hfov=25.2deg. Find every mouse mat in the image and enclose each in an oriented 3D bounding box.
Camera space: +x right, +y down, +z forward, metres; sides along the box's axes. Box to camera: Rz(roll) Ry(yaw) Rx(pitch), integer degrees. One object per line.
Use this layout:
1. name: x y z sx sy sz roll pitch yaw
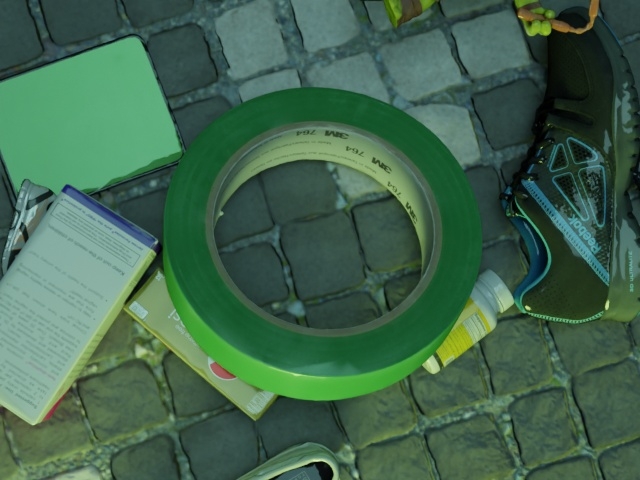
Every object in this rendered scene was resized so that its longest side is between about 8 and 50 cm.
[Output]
1. mouse mat: -0.255 -0.124 1.532 0.190 0.007 0.152 -20 86 -8

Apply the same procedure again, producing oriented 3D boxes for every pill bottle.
1. pill bottle: 0.145 0.083 1.515 0.116 0.065 0.065 -36 88 -8

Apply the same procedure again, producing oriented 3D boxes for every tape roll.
1. tape roll: 0.000 0.000 1.458 0.321 0.077 0.321 3 66 -6

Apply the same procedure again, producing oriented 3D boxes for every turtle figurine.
1. turtle figurine: 0.154 -0.315 1.448 0.217 0.087 0.269 -19 95 2

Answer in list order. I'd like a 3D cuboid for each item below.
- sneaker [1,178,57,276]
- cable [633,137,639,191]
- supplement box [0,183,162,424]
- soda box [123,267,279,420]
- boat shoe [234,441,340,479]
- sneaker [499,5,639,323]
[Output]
1. sneaker: -0.305 -0.007 1.497 0.044 0.040 0.109 16 93 -13
2. cable: 0.429 -0.098 1.566 0.150 0.047 0.184 45 82 -1
3. supplement box: -0.267 0.066 1.456 0.114 0.111 0.220 32 84 -1
4. soda box: -0.118 0.109 1.492 0.181 0.061 0.058 41 82 0
5. boat shoe: -0.091 0.301 1.461 0.268 0.088 0.096 -30 88 -7
6. sneaker: 0.261 -0.080 1.512 0.140 0.125 0.340 -4 84 -4
